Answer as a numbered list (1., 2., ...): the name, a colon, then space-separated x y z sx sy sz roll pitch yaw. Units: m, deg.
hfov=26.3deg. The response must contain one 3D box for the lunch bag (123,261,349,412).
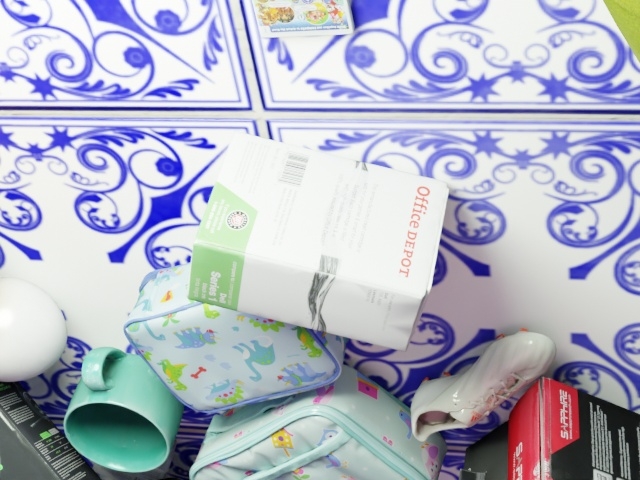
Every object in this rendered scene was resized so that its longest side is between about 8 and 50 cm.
1. lunch bag: -0.087 0.099 1.483 0.219 0.090 0.176 -17 126 29

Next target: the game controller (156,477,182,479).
1. game controller: -0.157 0.413 1.769 0.166 0.067 0.319 -21 131 27

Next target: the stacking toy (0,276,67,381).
1. stacking toy: -0.470 0.030 1.430 0.480 0.350 0.350 23 138 -34

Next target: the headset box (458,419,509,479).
1. headset box: 0.270 0.351 1.542 0.293 0.218 0.110 33 133 -18

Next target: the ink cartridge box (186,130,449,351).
1. ink cartridge box: 0.000 0.000 1.312 0.219 0.160 0.092 15 137 2

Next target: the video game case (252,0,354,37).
1. video game case: -0.022 -0.231 1.197 0.087 0.011 0.122 0 133 15

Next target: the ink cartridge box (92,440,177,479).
1. ink cartridge box: -0.244 0.291 1.743 0.088 0.052 0.122 21 134 -6

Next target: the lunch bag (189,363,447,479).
1. lunch bag: -0.013 0.265 1.613 0.224 0.108 0.279 39 131 -22

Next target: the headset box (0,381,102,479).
1. headset box: -0.408 0.316 1.617 0.246 0.131 0.283 -42 87 3

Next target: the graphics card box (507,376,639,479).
1. graphics card box: 0.372 0.314 1.449 0.371 0.233 0.094 21 135 -14

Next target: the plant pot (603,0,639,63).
1. plant pot: 0.354 -0.187 0.930 0.366 0.366 0.353 -6 143 21

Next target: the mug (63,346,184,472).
1. mug: -0.221 0.186 1.601 0.129 0.097 0.158 21 135 -5

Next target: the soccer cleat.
1. soccer cleat: 0.176 0.161 1.481 0.068 0.076 0.196 39 131 -22
